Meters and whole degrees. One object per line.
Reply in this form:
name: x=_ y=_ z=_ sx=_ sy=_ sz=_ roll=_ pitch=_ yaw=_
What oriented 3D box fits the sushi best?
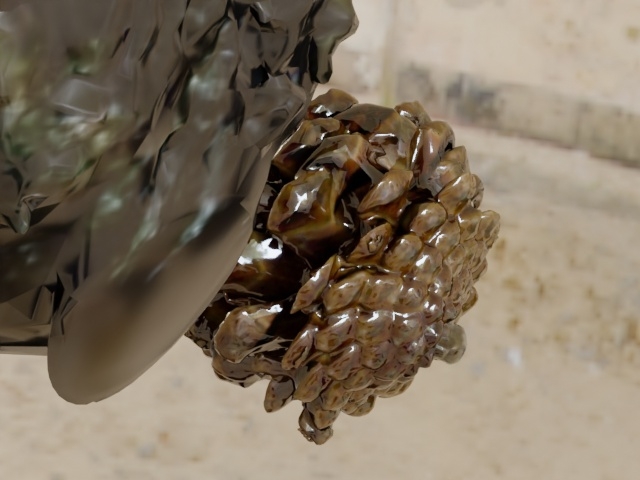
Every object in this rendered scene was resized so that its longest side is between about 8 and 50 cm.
sushi: x=-0.167 y=-0.128 z=0.446 sx=0.328 sy=0.329 sz=0.285 roll=44 pitch=31 yaw=19

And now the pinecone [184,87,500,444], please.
pinecone: x=0.000 y=0.000 z=0.842 sx=0.173 sy=0.174 sz=0.173 roll=5 pitch=15 yaw=-1
